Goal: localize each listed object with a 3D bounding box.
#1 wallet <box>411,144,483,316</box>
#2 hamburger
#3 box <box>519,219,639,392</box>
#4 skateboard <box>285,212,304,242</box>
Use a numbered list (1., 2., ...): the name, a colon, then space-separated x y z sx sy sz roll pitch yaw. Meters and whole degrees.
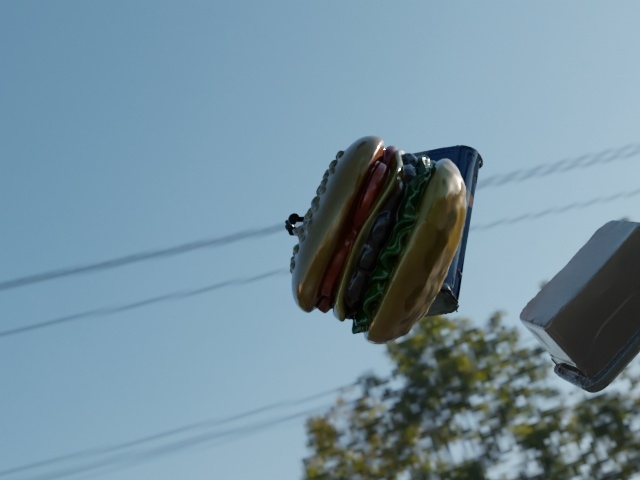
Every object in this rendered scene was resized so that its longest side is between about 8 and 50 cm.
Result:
1. wallet: 0.098 -0.007 1.404 0.141 0.202 0.059 -10 -40 31
2. hamburger: 0.044 -0.002 0.976 0.115 0.162 0.162 23 -28 1
3. box: 0.204 0.042 0.917 0.122 0.062 0.089 -45 8 -3
4. skateboard: 0.000 0.000 1.400 0.067 0.080 0.151 -22 -2 2
